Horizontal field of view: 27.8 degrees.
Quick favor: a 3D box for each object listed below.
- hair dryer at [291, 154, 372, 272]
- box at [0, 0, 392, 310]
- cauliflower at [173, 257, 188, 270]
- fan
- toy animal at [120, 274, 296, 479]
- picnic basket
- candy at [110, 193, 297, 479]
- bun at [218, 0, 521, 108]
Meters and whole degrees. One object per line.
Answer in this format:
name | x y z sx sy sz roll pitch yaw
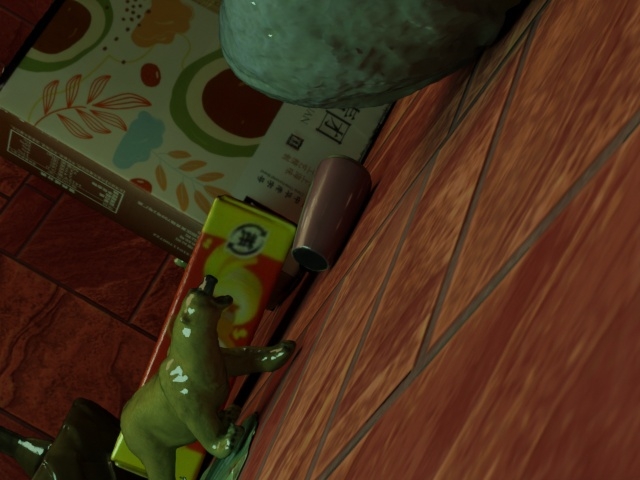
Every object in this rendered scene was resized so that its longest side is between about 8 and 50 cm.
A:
hair dryer | 0.002 -0.005 1.230 0.154 0.054 0.106 107 -174 -67
box | -0.133 -0.166 1.480 0.345 0.385 0.122 -62 5 -28
cauliflower | -0.141 -0.059 1.699 0.281 0.260 0.327 -53 -14 21
fan | -0.086 0.200 1.064 0.131 0.009 0.240 -57 4 0
toy animal | -0.105 0.125 1.065 0.219 0.101 0.103 -52 5 46
picnic basket | -0.355 0.297 1.378 0.337 0.337 0.293 -57 6 23
candy | -0.113 0.094 1.270 0.146 0.088 0.276 -163 95 -85
bun | 0.069 -0.249 0.966 0.362 0.211 0.362 -56 8 12
